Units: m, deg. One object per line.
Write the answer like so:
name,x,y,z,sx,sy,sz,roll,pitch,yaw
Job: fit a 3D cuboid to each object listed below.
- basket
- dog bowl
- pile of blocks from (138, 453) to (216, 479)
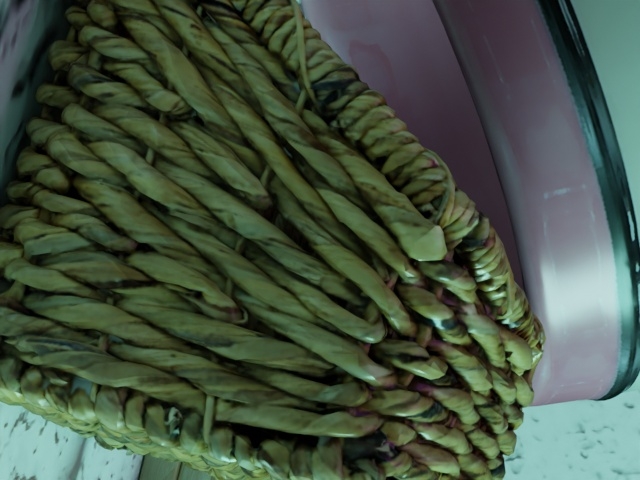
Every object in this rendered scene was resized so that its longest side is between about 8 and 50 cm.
basket,0.000,0.000,0.834,0.299,0.213,0.223,64,41,-76
dog bowl,0.104,-0.096,0.983,0.408,0.150,0.408,159,-90,-82
pile of blocks,-0.078,0.267,1.088,0.149,0.112,0.362,84,23,-65
